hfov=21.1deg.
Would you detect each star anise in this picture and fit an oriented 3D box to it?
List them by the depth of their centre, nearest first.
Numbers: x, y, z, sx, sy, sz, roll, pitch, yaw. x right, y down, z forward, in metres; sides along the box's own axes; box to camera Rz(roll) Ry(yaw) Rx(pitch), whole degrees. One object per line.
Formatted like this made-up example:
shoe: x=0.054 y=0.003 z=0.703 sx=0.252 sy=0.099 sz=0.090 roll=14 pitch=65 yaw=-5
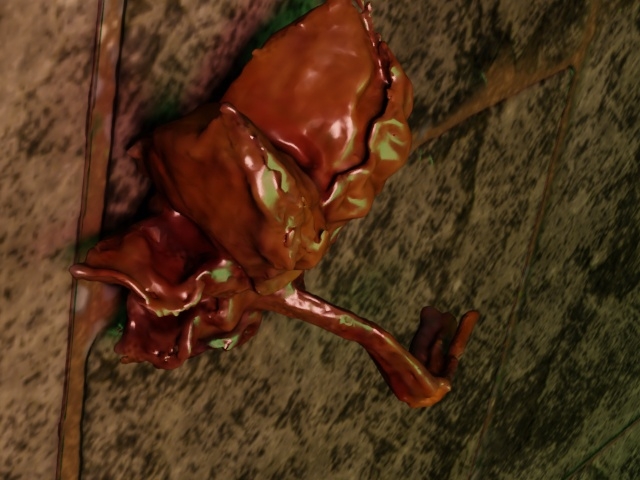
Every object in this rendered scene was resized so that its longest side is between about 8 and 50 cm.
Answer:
star anise: x=-0.006 y=-0.003 z=0.959 sx=0.237 sy=0.148 sz=0.346 roll=-54 pitch=142 yaw=-5
